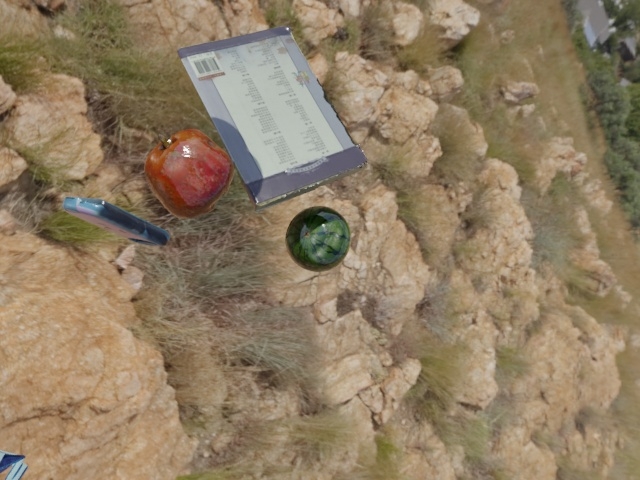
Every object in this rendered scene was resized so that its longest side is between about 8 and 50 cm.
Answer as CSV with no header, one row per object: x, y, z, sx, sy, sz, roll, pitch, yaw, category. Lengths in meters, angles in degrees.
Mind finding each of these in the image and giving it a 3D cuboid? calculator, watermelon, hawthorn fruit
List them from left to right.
-0.554,-0.049,1.166,0.293,0.172,0.051,36,65,-52,calculator
-0.421,-0.218,1.349,0.275,0.275,0.300,-59,137,-26,hawthorn fruit
0.001,-0.001,0.626,0.108,0.109,0.109,4,84,-39,watermelon

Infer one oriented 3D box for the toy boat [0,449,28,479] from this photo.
-0.855,0.515,1.008,0.067,0.220,0.291,-44,119,10,toy boat

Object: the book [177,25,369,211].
-0.060,-0.162,0.532,0.157,0.026,0.231,-23,77,-20,book
